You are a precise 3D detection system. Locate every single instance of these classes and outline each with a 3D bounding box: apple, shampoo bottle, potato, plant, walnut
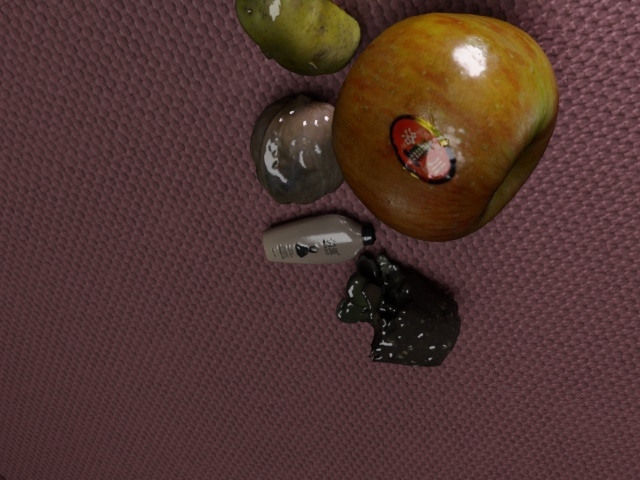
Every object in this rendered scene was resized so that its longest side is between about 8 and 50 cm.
[{"bbox_3d":[0.206,-0.204,1.185,0.333,0.400,0.400,41,129,19],"label":"apple"},{"bbox_3d":[0.000,0.000,1.559,0.256,0.078,0.127,-7,119,15],"label":"shampoo bottle"},{"bbox_3d":[-0.041,-0.356,1.212,0.160,0.111,0.271,-1,171,37],"label":"potato"},{"bbox_3d":[0.172,0.172,1.572,0.276,0.188,0.199,24,126,-5],"label":"plant"},{"bbox_3d":[-0.041,-0.183,1.370,0.224,0.224,0.224,6,126,9],"label":"walnut"}]
